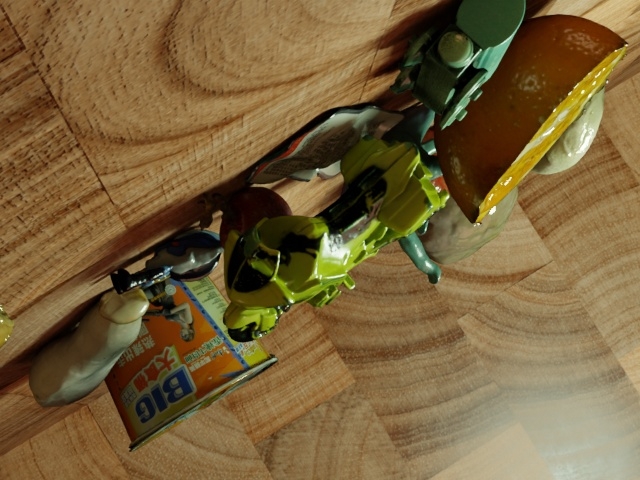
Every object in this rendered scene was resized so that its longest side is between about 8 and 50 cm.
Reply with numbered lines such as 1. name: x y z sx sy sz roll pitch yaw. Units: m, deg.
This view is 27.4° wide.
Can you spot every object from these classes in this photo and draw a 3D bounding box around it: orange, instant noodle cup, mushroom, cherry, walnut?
1. orange: 0.283 -0.163 1.790 0.274 0.274 0.310 -28 130 -31
2. instant noodle cup: -0.247 0.186 2.182 0.296 0.214 0.296 -32 175 -3
3. mushroom: -0.361 0.168 2.036 0.109 0.097 0.351 1 148 -40
4. cherry: -0.109 -0.020 1.745 0.225 0.090 0.107 -1 126 -60
5. walnut: 0.237 -0.088 2.346 0.248 0.248 0.248 -31 175 -3

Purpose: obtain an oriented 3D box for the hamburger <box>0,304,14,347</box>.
1. hamburger: -0.390 0.106 1.342 0.147 0.083 0.138 -31 172 -46

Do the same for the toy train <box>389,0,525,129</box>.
1. toy train: 0.166 -0.218 1.513 0.159 0.101 0.248 -47 177 -6

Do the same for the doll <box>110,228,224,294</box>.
1. doll: -0.193 0.027 1.820 0.195 0.070 0.096 -22 -173 -22

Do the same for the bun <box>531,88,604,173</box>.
1. bun: 0.338 -0.218 2.001 0.116 0.237 0.210 14 119 -28

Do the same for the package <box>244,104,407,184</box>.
1. package: 0.009 -0.127 1.726 0.166 0.040 0.232 -38 165 28

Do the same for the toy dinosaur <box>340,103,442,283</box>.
1. toy dinosaur: 0.051 -0.098 1.906 0.331 0.383 0.129 13 180 -27

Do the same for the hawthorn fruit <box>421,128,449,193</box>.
1. hawthorn fruit: 0.155 -0.122 2.124 0.203 0.162 0.162 -49 -174 -35

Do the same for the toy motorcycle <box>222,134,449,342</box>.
1. toy motorcycle: -0.001 -0.002 1.697 0.342 0.142 0.206 -39 164 -3
